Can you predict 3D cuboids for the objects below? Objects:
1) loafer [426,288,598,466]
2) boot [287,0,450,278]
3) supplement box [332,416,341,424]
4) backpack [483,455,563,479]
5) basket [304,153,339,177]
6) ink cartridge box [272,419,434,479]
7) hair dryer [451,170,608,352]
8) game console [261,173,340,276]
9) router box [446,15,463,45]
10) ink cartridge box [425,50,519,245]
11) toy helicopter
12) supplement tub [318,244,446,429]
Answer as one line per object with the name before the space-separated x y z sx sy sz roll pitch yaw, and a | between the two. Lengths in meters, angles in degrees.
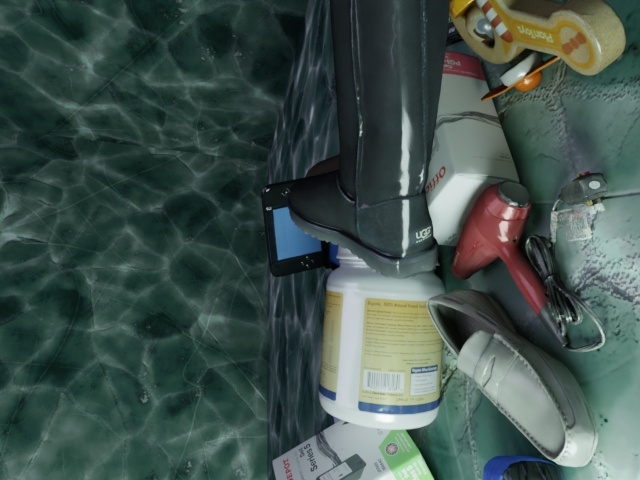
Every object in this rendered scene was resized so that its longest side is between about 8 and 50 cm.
loafer | 0.244 0.173 0.679 0.319 0.111 0.112 -118 35 -64
boot | 0.046 -0.207 0.782 0.367 0.146 0.446 28 135 47
supplement box | 0.102 0.341 1.168 0.114 0.111 0.220 -103 23 -50
backpack | 0.252 0.337 0.625 0.101 0.097 0.120 129 143 -71
basket | 0.087 -0.167 1.286 0.227 0.204 0.154 -12 95 66
ink cartridge box | 0.060 0.460 0.952 0.115 0.272 0.198 63 174 -19
hair dryer | 0.269 0.025 0.697 0.293 0.080 0.224 178 96 -76
game console | 0.000 0.000 1.243 0.173 0.250 0.293 -120 22 -50
router box | 0.260 -0.439 0.964 0.122 0.038 0.092 -139 55 -72
ink cartridge box | 0.217 -0.161 0.878 0.207 0.117 0.283 117 154 -56
toy helicopter | 0.262 -0.276 0.651 0.235 0.140 0.355 53 -172 -33
supplement tub | 0.118 0.167 0.933 0.228 0.228 0.317 174 101 -75
